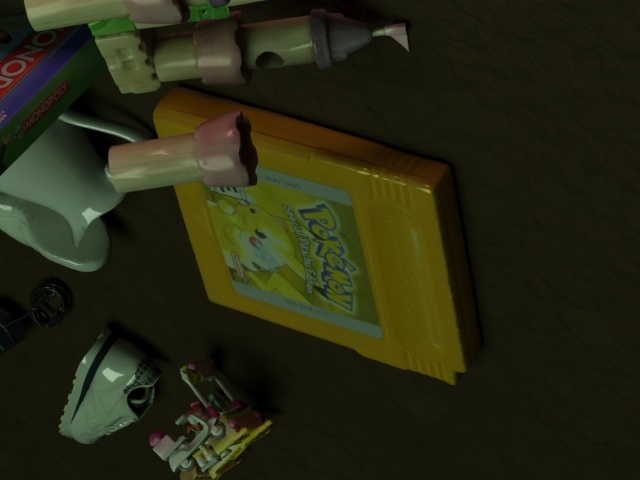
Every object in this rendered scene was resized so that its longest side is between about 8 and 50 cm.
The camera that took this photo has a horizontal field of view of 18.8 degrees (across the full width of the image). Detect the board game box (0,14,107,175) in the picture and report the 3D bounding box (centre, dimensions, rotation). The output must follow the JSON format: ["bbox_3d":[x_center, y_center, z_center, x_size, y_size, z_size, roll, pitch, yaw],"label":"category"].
[{"bbox_3d":[-0.335,-0.151,1.829,0.213,0.317,0.046,16,140,31],"label":"board game box"}]

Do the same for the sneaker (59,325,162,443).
[{"bbox_3d":[-0.259,0.200,2.398,0.094,0.090,0.235,27,148,2],"label":"sneaker"}]

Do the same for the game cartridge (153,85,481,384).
[{"bbox_3d":[0.000,0.000,1.928,0.323,0.053,0.285,19,142,30],"label":"game cartridge"}]

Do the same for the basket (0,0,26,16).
[{"bbox_3d":[-0.314,-0.279,1.793,0.226,0.204,0.154,4,140,29],"label":"basket"}]

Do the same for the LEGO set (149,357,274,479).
[{"bbox_3d":[-0.138,0.214,2.276,0.107,0.132,0.287,52,172,10],"label":"LEGO set"}]

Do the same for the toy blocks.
[{"bbox_3d":[-0.078,-0.241,1.611,0.260,0.309,0.289,-9,145,9],"label":"toy blocks"}]

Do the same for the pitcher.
[{"bbox_3d":[-0.282,-0.107,2.032,0.207,0.125,0.177,40,128,-20],"label":"pitcher"}]

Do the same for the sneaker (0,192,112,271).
[{"bbox_3d":[-0.314,-0.017,2.208,0.212,0.080,0.094,30,158,26],"label":"sneaker"}]

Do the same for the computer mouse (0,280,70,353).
[{"bbox_3d":[-0.379,0.091,2.430,0.242,0.041,0.071,-24,111,47],"label":"computer mouse"}]
